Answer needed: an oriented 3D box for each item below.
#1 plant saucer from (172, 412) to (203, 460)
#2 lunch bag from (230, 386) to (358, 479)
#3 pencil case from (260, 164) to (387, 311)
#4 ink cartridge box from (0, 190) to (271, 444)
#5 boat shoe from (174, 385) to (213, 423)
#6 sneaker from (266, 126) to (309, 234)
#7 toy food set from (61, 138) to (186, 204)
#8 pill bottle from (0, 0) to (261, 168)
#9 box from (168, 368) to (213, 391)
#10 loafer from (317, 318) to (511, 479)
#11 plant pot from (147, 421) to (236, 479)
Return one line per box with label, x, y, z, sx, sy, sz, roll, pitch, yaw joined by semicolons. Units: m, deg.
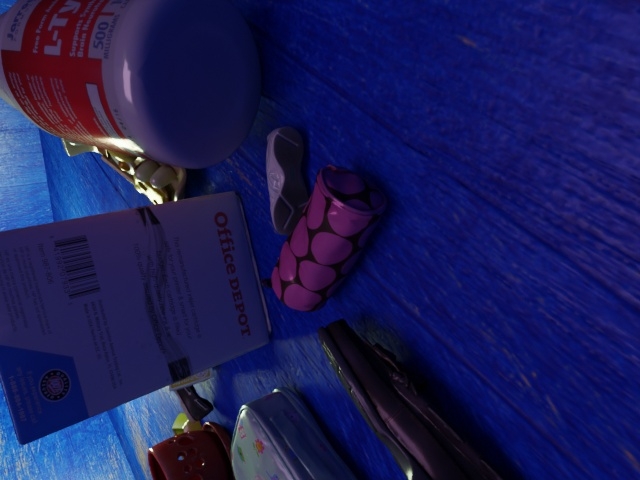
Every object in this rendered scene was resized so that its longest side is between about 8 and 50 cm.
plant saucer;-0.382;0.609;1.313;0.188;0.045;0.188;-33;77;52
lunch bag;-0.038;0.399;0.734;0.279;0.107;0.224;42;130;35
pencil case;0.000;0.000;0.556;0.209;0.095;0.098;-58;41;42
ink cartridge box;-0.312;0.095;0.742;0.166;0.394;0.286;-4;99;55
boat shoe;-0.340;0.360;1.130;0.206;0.065;0.075;64;180;-5
sneaker;-0.050;-0.084;0.627;0.061;0.053;0.152;-147;54;-61
toy food set;-0.411;-0.148;0.920;0.306;0.092;0.220;39;151;-1
pill bottle;-0.309;-0.250;0.659;0.407;0.229;0.229;16;117;28
box;-0.325;0.223;1.032;0.114;0.103;0.203;23;121;59
loafer;0.107;0.204;0.510;0.302;0.095;0.109;52;169;33
plant pot;-0.302;0.557;1.080;0.191;0.174;0.191;22;119;47
